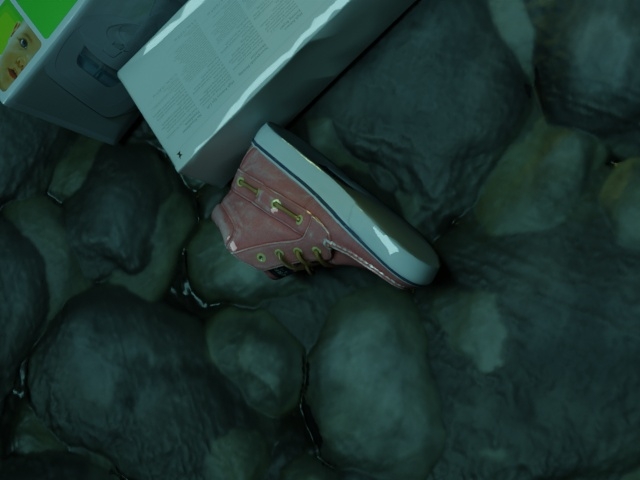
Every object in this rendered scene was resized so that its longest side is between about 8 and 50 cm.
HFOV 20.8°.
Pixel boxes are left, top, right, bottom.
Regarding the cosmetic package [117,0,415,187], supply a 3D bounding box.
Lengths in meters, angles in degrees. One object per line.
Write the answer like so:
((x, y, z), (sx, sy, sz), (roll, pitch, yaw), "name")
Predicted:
((-0.021, -0.152, 1.170), (0.239, 0.060, 0.099), (-43, 58, 17), "cosmetic package")

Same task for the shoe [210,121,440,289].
((0.000, 0.000, 1.124), (0.178, 0.063, 0.081), (42, 104, 39), "shoe")

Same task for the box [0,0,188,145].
((-0.175, -0.245, 1.258), (0.231, 0.127, 0.262), (-49, 57, 17), "box")
